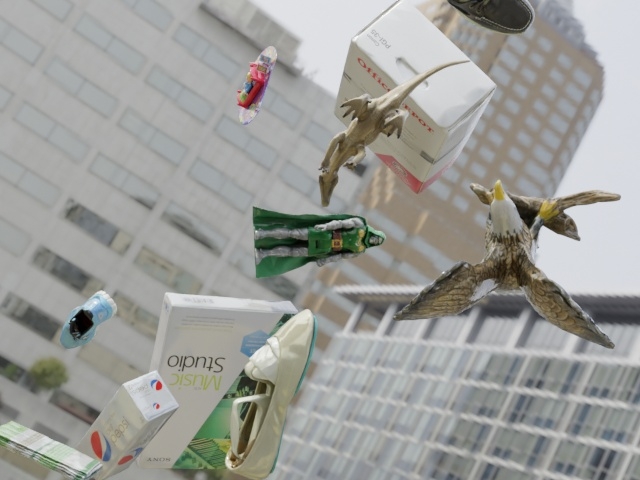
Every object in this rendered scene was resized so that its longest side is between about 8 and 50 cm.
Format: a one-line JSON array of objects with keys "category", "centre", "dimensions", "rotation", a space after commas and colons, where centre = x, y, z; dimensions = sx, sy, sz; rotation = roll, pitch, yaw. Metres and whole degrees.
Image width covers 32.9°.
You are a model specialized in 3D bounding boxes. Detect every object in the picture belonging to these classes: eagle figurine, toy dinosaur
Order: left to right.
[{"category": "toy dinosaur", "centre": [0.048, -0.107, 0.936], "dimensions": [0.053, 0.183, 0.092], "rotation": [45, 10, -1]}, {"category": "eagle figurine", "centre": [0.228, 0.035, 1.314], "dimensions": [0.225, 0.298, 0.226], "rotation": [42, -53, -19]}]

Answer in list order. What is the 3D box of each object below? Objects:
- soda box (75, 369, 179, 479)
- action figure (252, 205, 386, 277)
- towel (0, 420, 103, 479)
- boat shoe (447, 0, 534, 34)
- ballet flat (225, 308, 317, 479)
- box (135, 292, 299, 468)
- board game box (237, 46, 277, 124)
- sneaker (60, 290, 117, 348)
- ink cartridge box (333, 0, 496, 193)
[{"category": "soda box", "centre": [-0.308, 0.297, 1.716], "dimensions": [0.074, 0.069, 0.216], "rotation": [54, -47, 15]}, {"category": "action figure", "centre": [0.000, 0.000, 1.902], "dimensions": [0.232, 0.137, 0.063], "rotation": [-5, 27, -7]}, {"category": "towel", "centre": [-0.390, 0.302, 1.539], "dimensions": [0.152, 0.023, 0.113], "rotation": [24, -3, 2]}, {"category": "boat shoe", "centre": [0.230, -0.382, 1.663], "dimensions": [0.223, 0.080, 0.073], "rotation": [31, 15, -6]}, {"category": "ballet flat", "centre": [-0.074, 0.208, 1.477], "dimensions": [0.086, 0.248, 0.086], "rotation": [16, 4, -1]}, {"category": "box", "centre": [-0.184, 0.251, 1.890], "dimensions": [0.232, 0.322, 0.058], "rotation": [5, 22, -23]}, {"category": "board game box", "centre": [-0.142, -0.318, 2.190], "dimensions": [0.033, 0.168, 0.133], "rotation": [19, -2, -23]}, {"category": "sneaker", "centre": [-0.433, 0.149, 1.945], "dimensions": [0.063, 0.073, 0.162], "rotation": [49, -49, 3]}, {"category": "ink cartridge box", "centre": [0.141, -0.218, 1.699], "dimensions": [0.207, 0.117, 0.283], "rotation": [46, -15, 8]}]
